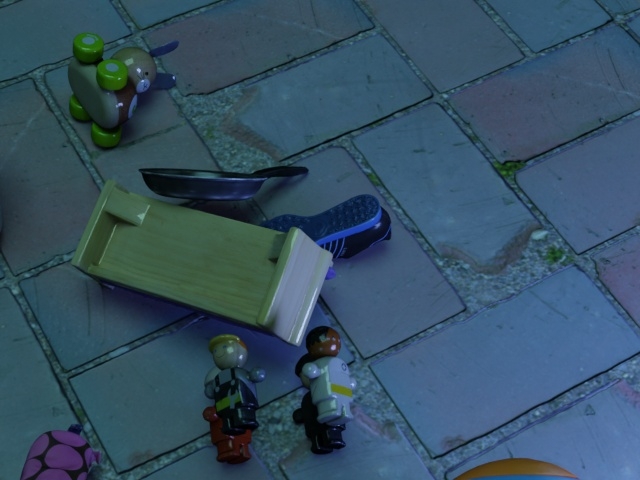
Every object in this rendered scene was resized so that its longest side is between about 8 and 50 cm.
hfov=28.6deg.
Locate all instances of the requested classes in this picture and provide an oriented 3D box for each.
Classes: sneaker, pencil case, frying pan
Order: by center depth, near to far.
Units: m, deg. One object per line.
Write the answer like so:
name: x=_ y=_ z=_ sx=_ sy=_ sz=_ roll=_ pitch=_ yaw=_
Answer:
pencil case: x=-0.356 y=0.339 z=1.660 sx=0.098 sy=0.095 sz=0.209 roll=15 pitch=29 yaw=-7
sneaker: x=0.000 y=0.000 z=1.977 sx=0.232 sy=0.090 sz=0.081 roll=-15 pitch=54 yaw=14
frying pan: x=-0.160 y=-0.095 z=1.978 sx=0.197 sy=0.326 sz=0.053 roll=6 pitch=95 yaw=17

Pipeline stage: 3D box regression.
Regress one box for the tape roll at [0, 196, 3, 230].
tape roll: x=-0.617 y=-0.090 z=1.925 sx=0.246 sy=0.169 sz=0.246 roll=3 pitch=35 yaw=-2

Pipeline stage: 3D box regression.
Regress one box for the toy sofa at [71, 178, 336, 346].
toy sofa: x=-0.169 y=0.039 z=1.870 sx=0.362 sy=0.177 sz=0.150 roll=15 pitch=76 yaw=26

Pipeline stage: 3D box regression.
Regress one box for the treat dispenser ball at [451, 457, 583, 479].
treat dispenser ball: x=0.246 y=0.413 z=1.538 sx=0.288 sy=0.288 sz=0.288 roll=1 pitch=53 yaw=-1

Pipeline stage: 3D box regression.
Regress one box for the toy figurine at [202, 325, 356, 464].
toy figurine: x=-0.059 y=0.206 z=1.733 sx=0.213 sy=0.209 sz=0.148 roll=-5 pitch=64 yaw=-7

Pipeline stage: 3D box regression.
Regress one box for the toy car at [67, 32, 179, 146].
toy car: x=-0.319 y=-0.274 z=2.133 sx=0.188 sy=0.155 sz=0.149 roll=-23 pitch=56 yaw=-32
